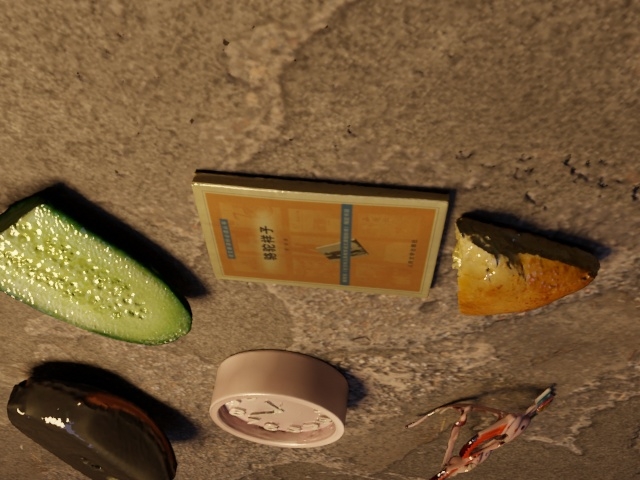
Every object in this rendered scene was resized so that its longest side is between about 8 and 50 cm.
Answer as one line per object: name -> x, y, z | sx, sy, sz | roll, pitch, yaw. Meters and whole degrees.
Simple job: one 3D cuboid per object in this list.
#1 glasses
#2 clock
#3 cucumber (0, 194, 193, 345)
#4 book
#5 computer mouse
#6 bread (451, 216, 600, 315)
glasses -> 0.231, 0.272, 0.949 | 0.162, 0.095, 0.255 | -9, 148, -25
clock -> -0.059, 0.234, 0.941 | 0.196, 0.068, 0.197 | 5, 143, 4
cucumber -> -0.248, 0.042, 0.717 | 0.115, 0.063, 0.244 | -43, 124, 9
book -> 0.000, 0.001, 0.661 | 0.241, 0.018, 0.170 | 4, 143, 5
computer mouse -> -0.362, 0.312, 1.061 | 0.182, 0.116, 0.323 | -12, 131, 29
bread -> 0.179, 0.043, 0.658 | 0.154, 0.054, 0.136 | 19, 145, -10
